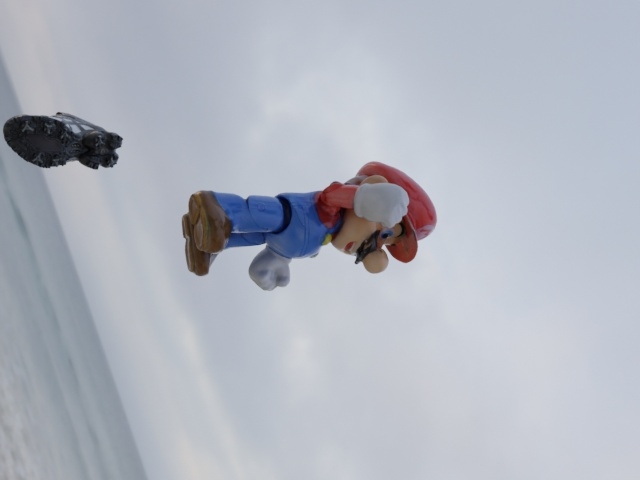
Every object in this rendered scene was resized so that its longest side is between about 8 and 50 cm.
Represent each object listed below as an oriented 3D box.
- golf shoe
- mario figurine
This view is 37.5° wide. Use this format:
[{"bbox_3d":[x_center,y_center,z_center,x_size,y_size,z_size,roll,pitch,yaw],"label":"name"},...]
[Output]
[{"bbox_3d":[-0.396,-0.153,1.407,0.094,0.198,0.077,34,-76,36],"label":"golf shoe"},{"bbox_3d":[0.000,0.000,1.174,0.198,0.320,0.170,-142,-133,-66],"label":"mario figurine"}]
